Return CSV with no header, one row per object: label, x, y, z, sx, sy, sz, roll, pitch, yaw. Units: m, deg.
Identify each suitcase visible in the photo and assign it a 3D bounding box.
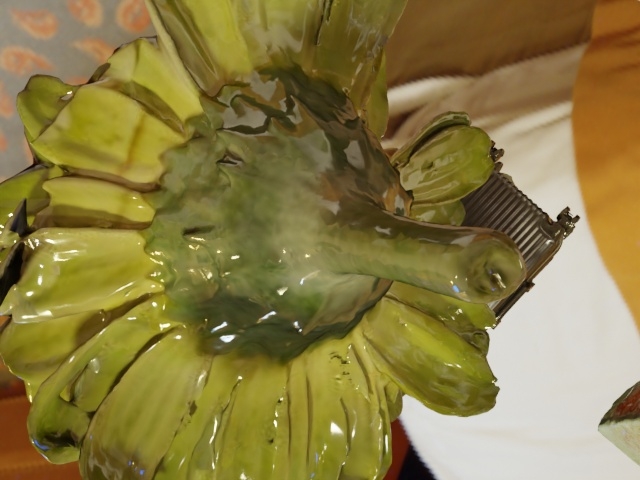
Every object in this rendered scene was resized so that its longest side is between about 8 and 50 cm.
suitcase,0.090,0.010,0.776,0.086,0.126,0.059,43,178,13

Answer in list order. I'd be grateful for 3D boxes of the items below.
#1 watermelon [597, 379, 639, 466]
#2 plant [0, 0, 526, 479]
watermelon,0.111,0.052,0.317,0.085,0.085,0.061,-24,151,38
plant,-0.041,0.004,0.593,0.261,0.297,0.306,-12,104,8
